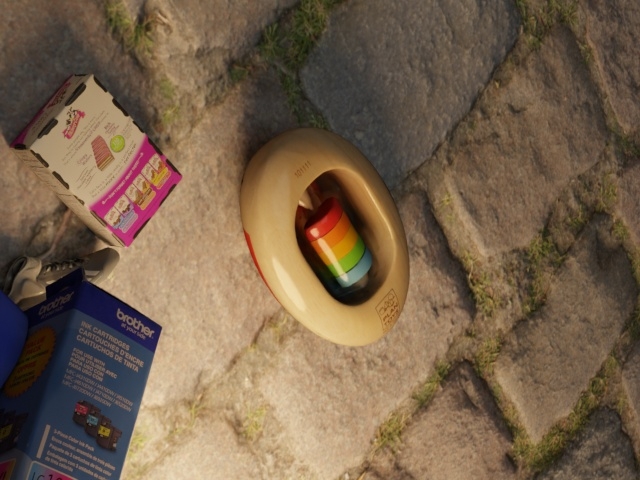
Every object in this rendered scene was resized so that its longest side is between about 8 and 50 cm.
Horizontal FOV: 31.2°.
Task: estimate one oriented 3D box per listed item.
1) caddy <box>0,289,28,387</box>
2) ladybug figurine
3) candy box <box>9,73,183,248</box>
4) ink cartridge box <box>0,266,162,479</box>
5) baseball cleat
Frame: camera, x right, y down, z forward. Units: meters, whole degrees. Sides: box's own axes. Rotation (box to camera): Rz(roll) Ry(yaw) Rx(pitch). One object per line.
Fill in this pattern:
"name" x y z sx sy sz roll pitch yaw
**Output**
"caddy" -0.555 0.155 1.512 0.179 0.241 0.341 48 63 -41
"ladybug figurine" 0.000 0.000 2.047 0.305 0.162 0.449 -47 122 -29
"candy box" -0.345 -0.122 1.785 0.159 0.071 0.233 -55 127 -23
"ink cartridge box" -0.376 0.230 1.565 0.151 0.270 0.395 38 47 -29
"baseball cleat" -0.400 0.051 1.752 0.206 0.072 0.109 -42 120 -32
